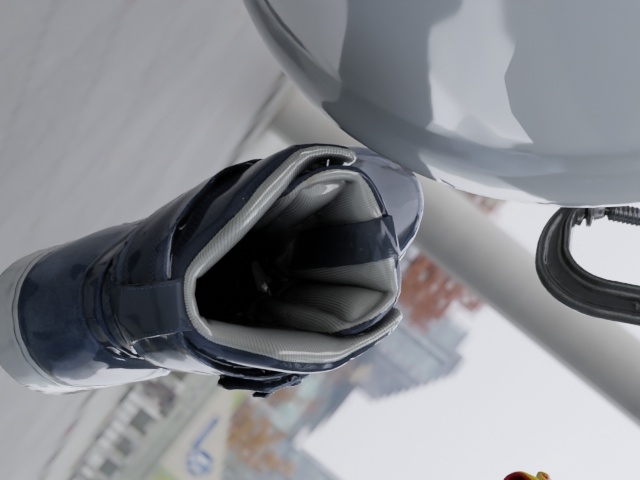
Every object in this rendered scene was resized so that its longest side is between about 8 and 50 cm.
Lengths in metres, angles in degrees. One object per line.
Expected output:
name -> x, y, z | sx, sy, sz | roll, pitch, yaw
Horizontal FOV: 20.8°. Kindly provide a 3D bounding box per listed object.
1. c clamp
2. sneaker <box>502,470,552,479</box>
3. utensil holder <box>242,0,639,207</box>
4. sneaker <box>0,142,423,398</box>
c clamp -> 0.194, 0.005, 0.941 | 0.137, 0.161, 0.022 | -85, -176, -46
sneaker -> 0.140, 0.167, 1.057 | 0.064, 0.067, 0.175 | -27, 171, 9
utensil holder -> 0.083, -0.238, 0.589 | 0.327, 0.328, 0.385 | -51, 156, -13
sneaker -> 0.000, 0.002, 0.705 | 0.226, 0.086, 0.163 | -23, -175, -41
